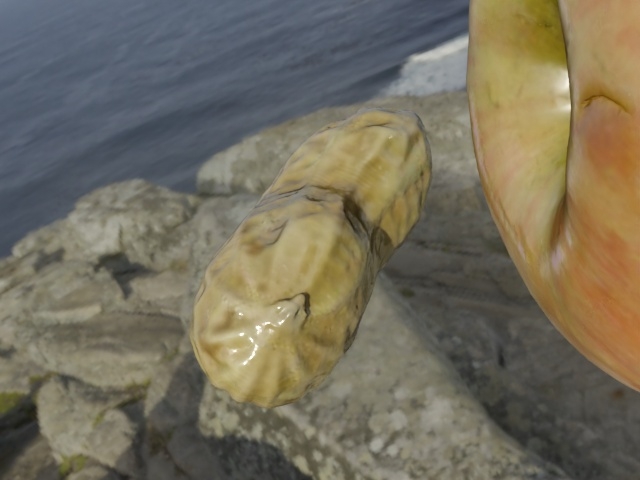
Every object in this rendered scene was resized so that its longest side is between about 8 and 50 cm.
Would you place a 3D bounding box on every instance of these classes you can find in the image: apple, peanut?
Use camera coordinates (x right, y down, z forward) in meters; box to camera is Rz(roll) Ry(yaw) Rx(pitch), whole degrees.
[{"bbox_3d":[0.265,-0.089,0.488,0.347,0.391,0.391,-2,23,-7],"label":"apple"},{"bbox_3d":[0.000,0.000,0.786,0.325,0.140,0.153,-57,-7,-28],"label":"peanut"}]
